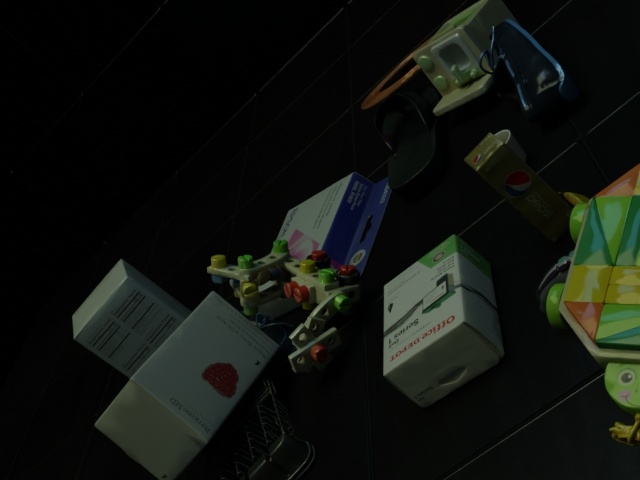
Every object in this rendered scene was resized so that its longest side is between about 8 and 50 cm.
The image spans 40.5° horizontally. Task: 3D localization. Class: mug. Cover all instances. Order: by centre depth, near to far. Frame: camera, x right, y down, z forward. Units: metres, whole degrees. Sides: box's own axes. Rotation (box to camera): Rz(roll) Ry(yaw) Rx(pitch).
[{"bbox_3d":[0.322,-0.148,1.521,0.078,0.064,0.062,-27,31,46],"label":"mug"}]

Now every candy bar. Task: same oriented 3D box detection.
[{"bbox_3d":[0.389,-0.041,1.243,0.161,0.040,0.018,-109,34,-66],"label":"candy bar"}]

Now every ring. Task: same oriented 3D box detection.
[{"bbox_3d":[0.236,-0.432,2.152,0.337,0.032,0.336,-40,12,10],"label":"ring"}]

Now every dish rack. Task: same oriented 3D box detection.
[{"bbox_3d":[-0.122,0.370,1.523,0.208,0.074,0.271,-47,19,4],"label":"dish rack"}]

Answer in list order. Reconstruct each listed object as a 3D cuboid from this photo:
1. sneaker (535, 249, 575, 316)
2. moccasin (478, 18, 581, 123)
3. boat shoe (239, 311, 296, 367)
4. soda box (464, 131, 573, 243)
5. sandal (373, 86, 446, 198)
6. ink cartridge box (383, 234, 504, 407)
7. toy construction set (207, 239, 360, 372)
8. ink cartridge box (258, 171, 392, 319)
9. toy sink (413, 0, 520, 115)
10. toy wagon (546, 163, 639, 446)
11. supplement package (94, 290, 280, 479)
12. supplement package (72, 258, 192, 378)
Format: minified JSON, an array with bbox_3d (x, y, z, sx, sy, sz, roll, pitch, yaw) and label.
[{"bbox_3d":[0.368,0.049,1.078,0.224,0.083,0.098,-37,29,28],"label":"sneaker"},{"bbox_3d":[0.367,-0.325,1.631,0.117,0.138,0.342,-42,21,16],"label":"moccasin"},{"bbox_3d":[-0.132,0.202,1.794,0.109,0.089,0.258,-57,22,-18],"label":"boat shoe"},{"bbox_3d":[0.299,-0.077,1.283,0.058,0.181,0.061,-47,22,9],"label":"soda box"},{"bbox_3d":[0.190,-0.251,1.896,0.168,0.107,0.445,-40,21,20],"label":"sandal"},{"bbox_3d":[0.180,0.119,1.310,0.160,0.093,0.219,-39,23,26],"label":"ink cartridge box"},{"bbox_3d":[-0.051,0.104,1.632,0.328,0.215,0.151,43,136,44],"label":"toy construction set"},{"bbox_3d":[0.000,0.000,1.909,0.330,0.071,0.324,-31,27,43],"label":"ink cartridge box"},{"bbox_3d":[0.303,-0.398,1.838,0.153,0.131,0.234,-22,24,51],"label":"toy sink"},{"bbox_3d":[0.382,0.057,0.948,0.267,0.068,0.344,-1,55,42],"label":"toy wagon"},{"bbox_3d":[-0.239,0.268,1.603,0.175,0.177,0.293,-50,1,37],"label":"supplement package"},{"bbox_3d":[-0.449,0.217,2.156,0.198,0.263,0.199,-50,20,-2],"label":"supplement package"}]
